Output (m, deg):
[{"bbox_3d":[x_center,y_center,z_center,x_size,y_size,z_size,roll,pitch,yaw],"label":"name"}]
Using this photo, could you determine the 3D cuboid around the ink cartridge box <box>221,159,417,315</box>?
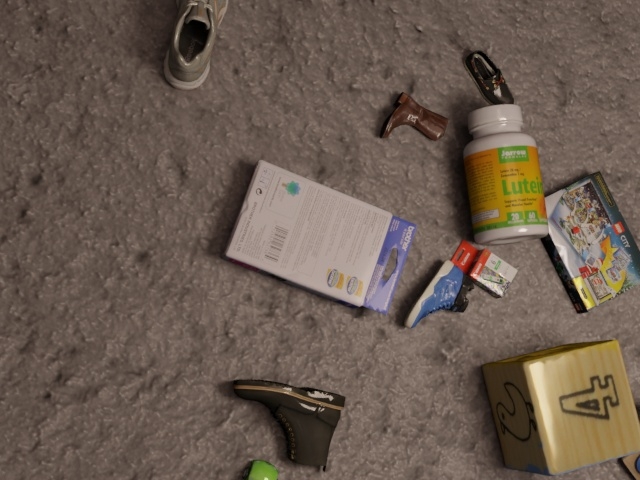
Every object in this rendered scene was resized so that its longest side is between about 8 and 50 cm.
[{"bbox_3d":[0.000,0.000,1.664,0.311,0.065,0.185,21,77,-7],"label":"ink cartridge box"}]

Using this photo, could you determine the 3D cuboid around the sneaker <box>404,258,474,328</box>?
[{"bbox_3d":[0.223,0.115,1.701,0.085,0.058,0.152,37,68,3],"label":"sneaker"}]

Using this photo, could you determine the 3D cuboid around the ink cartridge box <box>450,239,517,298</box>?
[{"bbox_3d":[0.305,0.052,1.746,0.115,0.029,0.062,34,76,-7],"label":"ink cartridge box"}]

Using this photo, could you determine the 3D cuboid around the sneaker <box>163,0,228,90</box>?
[{"bbox_3d":[-0.211,-0.403,1.645,0.099,0.121,0.262,9,79,-13],"label":"sneaker"}]

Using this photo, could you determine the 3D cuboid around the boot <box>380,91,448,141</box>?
[{"bbox_3d":[0.180,-0.211,1.757,0.114,0.037,0.106,32,78,-12],"label":"boot"}]

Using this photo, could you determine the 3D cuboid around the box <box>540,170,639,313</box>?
[{"bbox_3d":[0.518,0.003,1.797,0.159,0.044,0.233,-25,88,-16],"label":"box"}]

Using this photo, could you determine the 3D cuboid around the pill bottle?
[{"bbox_3d":[0.338,-0.121,1.725,0.136,0.136,0.245,-5,82,-14],"label":"pill bottle"}]

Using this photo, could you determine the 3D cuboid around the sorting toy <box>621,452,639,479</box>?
[{"bbox_3d":[0.661,0.433,1.732,0.132,0.046,0.274,-36,100,8],"label":"sorting toy"}]

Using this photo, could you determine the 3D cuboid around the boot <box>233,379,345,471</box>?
[{"bbox_3d":[-0.062,0.315,1.597,0.198,0.077,0.137,13,84,-10],"label":"boot"}]

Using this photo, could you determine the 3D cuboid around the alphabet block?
[{"bbox_3d":[0.427,0.293,1.656,0.194,0.192,0.197,-11,83,-17],"label":"alphabet block"}]

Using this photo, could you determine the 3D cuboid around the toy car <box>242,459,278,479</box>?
[{"bbox_3d":[-0.134,0.477,1.560,0.239,0.053,0.225,26,76,-9],"label":"toy car"}]

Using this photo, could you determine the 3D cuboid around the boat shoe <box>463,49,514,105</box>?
[{"bbox_3d":[0.331,-0.309,1.804,0.049,0.042,0.133,-39,93,-18],"label":"boat shoe"}]
